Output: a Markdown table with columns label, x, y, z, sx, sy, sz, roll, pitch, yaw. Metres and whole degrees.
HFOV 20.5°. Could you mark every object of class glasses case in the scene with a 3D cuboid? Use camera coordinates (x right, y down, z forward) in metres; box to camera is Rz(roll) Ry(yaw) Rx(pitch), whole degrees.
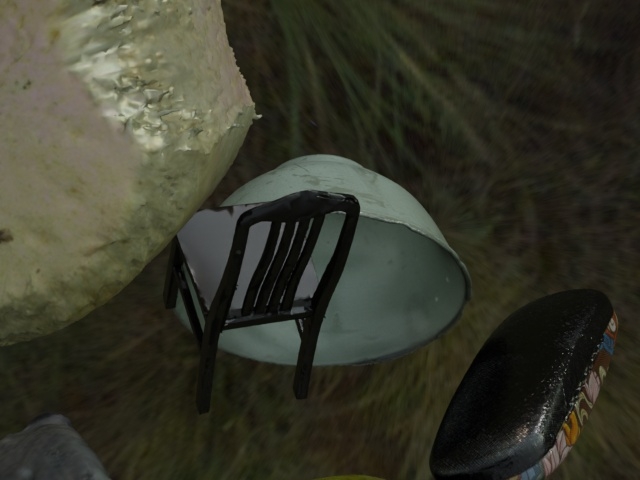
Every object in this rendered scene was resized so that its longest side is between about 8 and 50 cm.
| label | x | y | z | sx | sy | sz | roll | pitch | yaw |
| --- | --- | --- | --- | --- | --- | --- | --- | --- | --- |
| glasses case | 0.197 | 0.141 | 1.672 | 0.122 | 0.321 | 0.082 | -20 | 108 | 31 |

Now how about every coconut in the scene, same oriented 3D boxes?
| label | x | y | z | sx | sy | sz | roll | pitch | yaw |
| --- | --- | --- | --- | --- | --- | --- | --- | --- | --- |
| coconut | -0.182 | -0.105 | 0.985 | 0.297 | 0.309 | 0.297 | 1 | 108 | 3 |

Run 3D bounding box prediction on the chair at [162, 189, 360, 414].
| label | x | y | z | sx | sy | sz | roll | pitch | yaw |
| --- | --- | --- | --- | --- | --- | --- | --- | --- | --- |
| chair | -0.039 | 0.005 | 1.073 | 0.084 | 0.212 | 0.101 | -8 | 53 | -17 |

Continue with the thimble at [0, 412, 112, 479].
| label | x | y | z | sx | sy | sz | roll | pitch | yaw |
| --- | --- | --- | --- | --- | --- | --- | --- | --- | --- |
| thimble | -0.171 | 0.244 | 1.142 | 0.157 | 0.217 | 0.245 | -32 | 57 | -13 |

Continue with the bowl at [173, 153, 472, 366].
| label | x | y | z | sx | sy | sz | roll | pitch | yaw |
| --- | --- | --- | --- | --- | --- | --- | --- | --- | --- |
| bowl | 0.000 | 0.000 | 1.842 | 0.313 | 0.313 | 0.146 | -1 | 57 | 4 |

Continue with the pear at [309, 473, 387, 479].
| label | x | y | z | sx | sy | sz | roll | pitch | yaw |
| --- | --- | --- | --- | --- | --- | --- | --- | --- | --- |
| pear | 0.027 | 0.346 | 1.566 | 0.284 | 0.283 | 0.283 | 0 | 90 | 4 |
